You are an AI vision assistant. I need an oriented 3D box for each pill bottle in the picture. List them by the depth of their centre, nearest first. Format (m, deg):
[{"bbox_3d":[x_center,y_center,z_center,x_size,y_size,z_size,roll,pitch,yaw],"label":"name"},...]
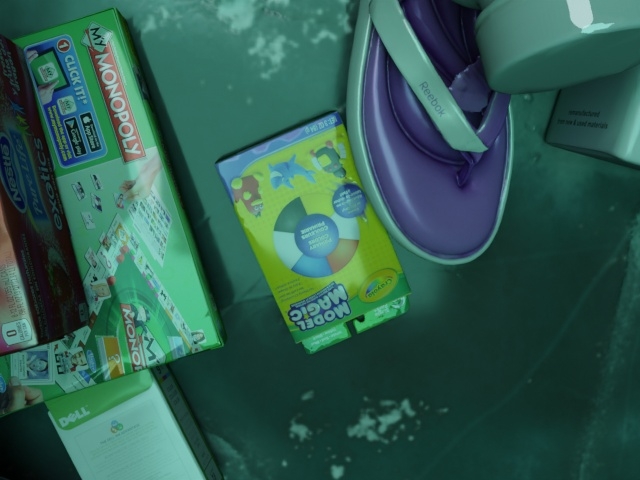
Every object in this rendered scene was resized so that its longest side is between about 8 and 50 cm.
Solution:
[{"bbox_3d":[0.151,-0.276,0.495,0.176,0.176,0.319,-10,85,-2],"label":"pill bottle"}]

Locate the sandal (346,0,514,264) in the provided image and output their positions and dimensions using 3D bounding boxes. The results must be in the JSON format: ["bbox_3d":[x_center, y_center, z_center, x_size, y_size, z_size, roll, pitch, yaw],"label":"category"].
[{"bbox_3d":[0.111,-0.179,0.614,0.169,0.102,0.416,-5,99,-17],"label":"sandal"}]

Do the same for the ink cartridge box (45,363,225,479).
[{"bbox_3d":[-0.192,0.181,0.695,0.109,0.062,0.209,-27,92,2],"label":"ink cartridge box"}]

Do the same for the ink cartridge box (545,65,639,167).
[{"bbox_3d":[0.409,-0.231,0.614,0.279,0.160,0.385,14,101,-7],"label":"ink cartridge box"}]

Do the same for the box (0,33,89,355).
[{"bbox_3d":[-0.289,-0.032,0.552,0.128,0.122,0.257,-13,91,0],"label":"box"}]

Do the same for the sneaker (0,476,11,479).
[{"bbox_3d":[-0.324,0.260,0.631,0.282,0.161,0.102,15,78,-21],"label":"sneaker"}]

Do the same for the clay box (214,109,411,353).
[{"bbox_3d":[0.000,0.000,0.684,0.127,0.053,0.222,-24,101,0],"label":"clay box"}]

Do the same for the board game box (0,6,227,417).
[{"bbox_3d":[-0.234,-0.025,0.637,0.213,0.046,0.317,-17,91,-2],"label":"board game box"}]
